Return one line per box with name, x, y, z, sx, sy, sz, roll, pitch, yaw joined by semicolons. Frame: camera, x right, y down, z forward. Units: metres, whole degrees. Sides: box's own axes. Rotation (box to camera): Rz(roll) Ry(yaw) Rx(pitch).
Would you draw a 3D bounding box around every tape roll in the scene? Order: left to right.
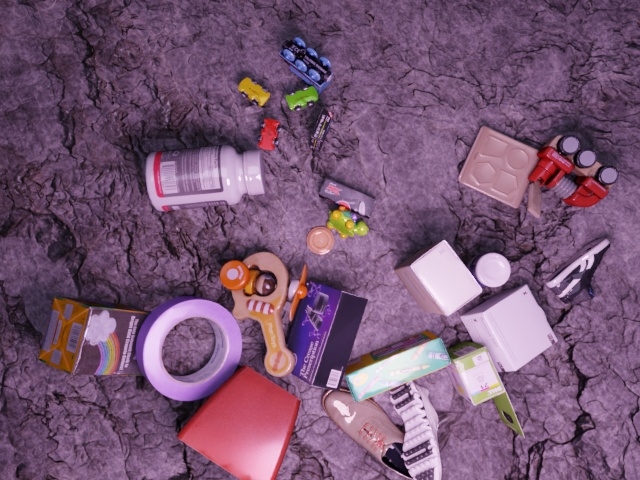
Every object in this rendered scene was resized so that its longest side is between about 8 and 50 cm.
tape roll;-0.361;0.295;1.444;0.275;0.090;0.275;-1;93;-32

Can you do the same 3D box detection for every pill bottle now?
pill bottle;-0.325;-0.184;1.516;0.318;0.176;0.176;-5;84;0
pill bottle;0.467;0.087;1.483;0.094;0.169;0.094;0;84;1

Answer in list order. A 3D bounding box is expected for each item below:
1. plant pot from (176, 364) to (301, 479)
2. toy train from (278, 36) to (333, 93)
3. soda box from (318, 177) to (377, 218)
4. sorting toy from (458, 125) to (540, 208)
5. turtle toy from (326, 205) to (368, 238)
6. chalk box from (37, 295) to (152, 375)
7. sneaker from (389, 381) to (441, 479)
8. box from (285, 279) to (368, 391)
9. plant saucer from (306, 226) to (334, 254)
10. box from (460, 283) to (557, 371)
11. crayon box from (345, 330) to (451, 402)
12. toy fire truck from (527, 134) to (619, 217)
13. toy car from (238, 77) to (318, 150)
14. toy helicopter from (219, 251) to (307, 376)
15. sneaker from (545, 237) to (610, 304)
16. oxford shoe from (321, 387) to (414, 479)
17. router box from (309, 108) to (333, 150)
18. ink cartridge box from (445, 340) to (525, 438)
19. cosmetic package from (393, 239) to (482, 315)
plant pot;-0.193;0.487;1.416;0.267;0.267;0.236;31;74;3
toy train;-0.043;-0.532;1.584;0.184;0.105;0.080;38;77;4
soda box;0.081;-0.126;1.567;0.169;0.053;0.060;24;85;3
sorting toy;0.542;-0.222;1.585;0.208;0.038;0.193;26;85;-2
turtle toy;0.081;-0.053;1.548;0.130;0.095;0.066;35;65;3
chalk box;-0.580;0.269;1.448;0.179;0.289;0.180;7;81;35
sneaker;0.282;0.520;1.420;0.110;0.118;0.292;-35;46;33
box;0.004;0.259;1.456;0.103;0.184;0.261;22;83;-31
plant saucer;0.000;0.000;1.575;0.083;0.013;0.083;0;84;1
box;0.528;0.247;1.467;0.182;0.119;0.181;-25;84;-23
crayon box;0.205;0.346;1.460;0.278;0.165;0.081;-21;88;-1
toy fire truck;0.705;-0.157;1.523;0.217;0.158;0.246;38;98;-1
toy car;-0.114;-0.407;1.599;0.225;0.053;0.239;-20;85;-2
toy helicopter;-0.127;0.198;1.456;0.235;0.140;0.355;-16;72;3
sneaker;0.781;0.101;1.531;0.217;0.079;0.121;-40;88;5
oxford shoe;0.155;0.536;1.460;0.348;0.130;0.123;34;85;4
router box;0.002;-0.326;1.554;0.038;0.122;0.092;22;85;-2
ink cartridge box;0.440;0.418;1.440;0.097;0.189;0.255;-23;84;-2
cosmetic package;0.305;0.104;1.413;0.113;0.309;0.160;-36;84;-2
